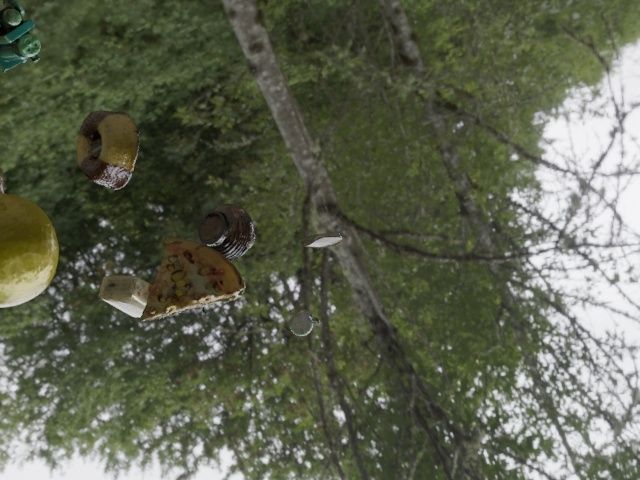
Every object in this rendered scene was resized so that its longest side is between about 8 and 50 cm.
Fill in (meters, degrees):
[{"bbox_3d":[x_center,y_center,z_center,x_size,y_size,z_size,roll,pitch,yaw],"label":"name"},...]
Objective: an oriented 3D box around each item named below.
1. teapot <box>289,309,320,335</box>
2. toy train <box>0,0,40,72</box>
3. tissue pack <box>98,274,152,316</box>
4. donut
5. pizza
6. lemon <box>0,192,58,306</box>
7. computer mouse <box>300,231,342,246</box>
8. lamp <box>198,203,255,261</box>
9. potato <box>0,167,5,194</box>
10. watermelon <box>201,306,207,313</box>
[{"bbox_3d":[-0.040,0.220,1.745,0.083,0.064,0.064,-7,-170,10],"label":"teapot"},{"bbox_3d":[-0.906,-0.589,1.848,0.298,0.194,0.120,14,-127,45],"label":"toy train"},{"bbox_3d":[-0.622,0.191,2.162,0.149,0.196,0.092,-3,-116,24],"label":"tissue pack"},{"bbox_3d":[-0.451,-0.196,1.350,0.166,0.073,0.184,-56,-130,22],"label":"donut"},{"bbox_3d":[-0.236,0.064,1.067,0.176,0.036,0.185,-32,-126,-26],"label":"pizza"},{"bbox_3d":[-0.900,0.027,1.771,0.348,0.347,0.348,-18,-148,12],"label":"lemon"},{"bbox_3d":[0.000,0.002,2.157,0.102,0.044,0.199,-2,176,-22],"label":"computer mouse"},{"bbox_3d":[-0.376,-0.031,2.628,0.247,0.246,0.247,-18,-148,12],"label":"lamp"},{"bbox_3d":[-1.111,-0.172,2.129,0.137,0.137,0.175,-20,-113,8],"label":"potato"},{"bbox_3d":[-0.469,0.132,2.264,0.127,0.231,0.204,-9,-167,-15],"label":"watermelon"}]
